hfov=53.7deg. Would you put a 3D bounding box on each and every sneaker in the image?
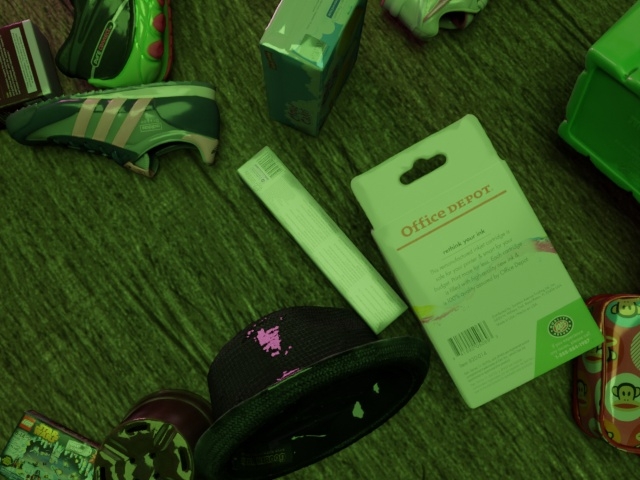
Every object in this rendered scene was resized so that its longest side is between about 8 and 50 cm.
[{"bbox_3d":[-0.308,-0.154,0.949,0.319,0.112,0.130,-8,91,3],"label":"sneaker"},{"bbox_3d":[-0.341,-0.464,0.956,0.203,0.185,0.482,-5,81,-6],"label":"sneaker"},{"bbox_3d":[0.226,-0.399,1.006,0.252,0.103,0.111,-32,92,-4],"label":"sneaker"}]

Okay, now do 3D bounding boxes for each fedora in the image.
[{"bbox_3d":[-0.026,0.182,0.842,0.334,0.334,0.152,-29,58,-5],"label":"fedora"}]

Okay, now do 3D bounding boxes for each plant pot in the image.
[{"bbox_3d":[-0.219,0.294,0.855,0.167,0.165,0.166,0,82,-1],"label":"plant pot"}]

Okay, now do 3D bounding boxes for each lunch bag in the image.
[{"bbox_3d":[0.520,0.209,0.905,0.294,0.120,0.257,5,82,-1],"label":"lunch bag"}]

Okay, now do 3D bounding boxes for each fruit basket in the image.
[{"bbox_3d":[0.575,-0.179,0.871,0.393,0.282,0.391,-2,56,2],"label":"fruit basket"}]

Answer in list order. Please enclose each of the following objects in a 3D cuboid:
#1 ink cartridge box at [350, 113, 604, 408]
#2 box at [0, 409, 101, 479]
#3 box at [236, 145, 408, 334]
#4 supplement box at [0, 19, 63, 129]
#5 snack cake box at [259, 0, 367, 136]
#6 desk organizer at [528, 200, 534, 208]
[{"bbox_3d":[0.207,0.026,0.895,0.207,0.119,0.353,-28,90,4],"label":"ink cartridge box"},{"bbox_3d":[-0.388,0.319,0.916,0.137,0.027,0.093,25,81,3],"label":"box"},{"bbox_3d":[0.000,0.000,0.953,0.067,0.063,0.324,-41,84,-5],"label":"box"},{"bbox_3d":[-0.533,-0.234,0.972,0.240,0.073,0.130,-18,82,-5],"label":"supplement box"},{"bbox_3d":[-0.008,-0.264,0.890,0.089,0.264,0.152,24,82,2],"label":"snack cake box"},{"bbox_3d":[0.257,-0.061,0.977,0.130,0.047,0.050,30,80,3],"label":"desk organizer"}]
